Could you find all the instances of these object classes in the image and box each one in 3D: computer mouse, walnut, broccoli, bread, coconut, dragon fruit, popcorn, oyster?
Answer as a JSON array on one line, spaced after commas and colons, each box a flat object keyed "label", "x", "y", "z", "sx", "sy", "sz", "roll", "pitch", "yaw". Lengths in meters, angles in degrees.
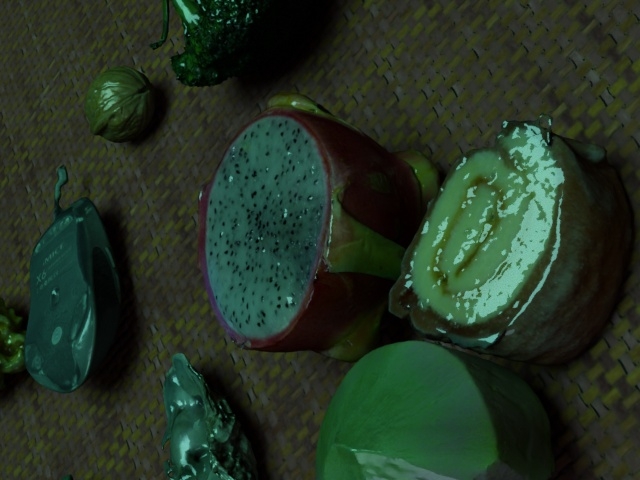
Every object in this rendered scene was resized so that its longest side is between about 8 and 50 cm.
[{"label": "computer mouse", "x": -0.343, "y": 0.048, "z": 1.775, "sx": 0.167, "sy": 0.090, "sz": 0.379, "roll": -34, "pitch": 49, "yaw": 32}, {"label": "walnut", "x": -0.288, "y": -0.193, "z": 1.793, "sx": 0.124, "sy": 0.105, "sz": 0.105, "roll": -32, "pitch": 55, "yaw": 48}, {"label": "broccoli", "x": -0.149, "y": -0.341, "z": 1.579, "sx": 0.297, "sy": 0.297, "sz": 0.298, "roll": -163, "pitch": 90, "yaw": -83}, {"label": "bread", "x": 0.197, "y": 0.003, "z": 1.218, "sx": 0.190, "sy": 0.123, "sz": 0.244, "roll": 32, "pitch": 100, "yaw": 44}, {"label": "coconut", "x": 0.101, "y": 0.200, "z": 1.168, "sx": 0.235, "sy": 0.235, "sz": 0.205, "roll": -11, "pitch": 73, "yaw": 43}, {"label": "dragon fruit", "x": 0.000, "y": 0.000, "z": 1.385, "sx": 0.290, "sy": 0.189, "sz": 0.291, "roll": -18, "pitch": 66, "yaw": 49}, {"label": "popcorn", "x": -0.509, "y": 0.151, "z": 1.873, "sx": 0.195, "sy": 0.173, "sz": 0.168, "roll": -27, "pitch": 36, "yaw": 47}, {"label": "oyster", "x": -0.132, "y": 0.242, "z": 1.494, "sx": 0.252, "sy": 0.087, "sz": 0.199, "roll": 5, "pitch": 89, "yaw": 53}]

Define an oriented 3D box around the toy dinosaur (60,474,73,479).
[{"label": "toy dinosaur", "x": -0.418, "y": 0.377, "z": 1.747, "sx": 0.292, "sy": 0.079, "sz": 0.120, "roll": -47, "pitch": 54, "yaw": 27}]
